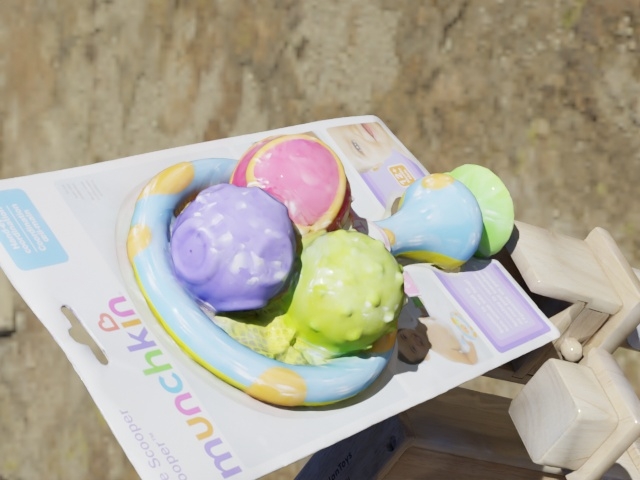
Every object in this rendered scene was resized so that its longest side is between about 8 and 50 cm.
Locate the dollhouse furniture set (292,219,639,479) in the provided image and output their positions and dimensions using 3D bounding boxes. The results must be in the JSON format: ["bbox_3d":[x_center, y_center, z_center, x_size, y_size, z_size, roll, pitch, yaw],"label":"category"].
[{"bbox_3d":[0.129,0.222,0.616,0.303,0.174,0.355,-56,36,29],"label":"dollhouse furniture set"}]

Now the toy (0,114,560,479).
[{"bbox_3d":[0.000,0.000,0.522,0.137,0.237,0.056,52,125,19],"label":"toy"}]
